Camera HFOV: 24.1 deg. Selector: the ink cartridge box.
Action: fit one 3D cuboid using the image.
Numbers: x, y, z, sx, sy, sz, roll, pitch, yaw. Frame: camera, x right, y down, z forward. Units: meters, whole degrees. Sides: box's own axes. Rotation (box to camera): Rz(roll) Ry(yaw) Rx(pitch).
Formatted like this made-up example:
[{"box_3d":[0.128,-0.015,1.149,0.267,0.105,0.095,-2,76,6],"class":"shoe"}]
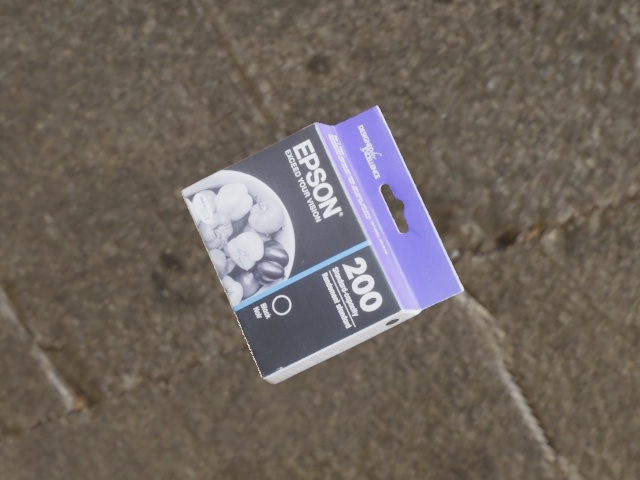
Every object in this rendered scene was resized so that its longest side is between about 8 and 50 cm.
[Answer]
[{"box_3d":[0.000,0.000,1.423,0.208,0.045,0.206,-27,77,8],"class":"ink cartridge box"}]
